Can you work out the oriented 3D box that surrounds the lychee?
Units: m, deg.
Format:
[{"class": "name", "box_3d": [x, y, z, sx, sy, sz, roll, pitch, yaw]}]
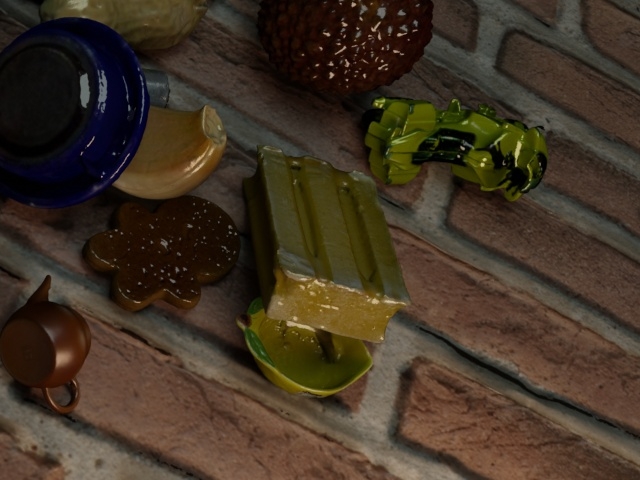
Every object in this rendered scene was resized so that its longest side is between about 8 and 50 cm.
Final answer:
[{"class": "lychee", "box_3d": [0.046, -0.366, 2.100, 0.304, 0.276, 0.276, -32, 77, -8]}]

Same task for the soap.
[{"class": "soap", "box_3d": [0.000, 0.000, 1.883, 0.199, 0.091, 0.315, 13, 34, -20]}]

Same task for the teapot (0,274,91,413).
[{"class": "teapot", "box_3d": [-0.335, 0.131, 1.673, 0.116, 0.116, 0.173, -17, 96, -36]}]

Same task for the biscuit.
[{"class": "biscuit", "box_3d": [-0.212, 0.015, 1.853, 0.236, 0.039, 0.180, -24, 71, -39]}]

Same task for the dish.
[{"class": "dish", "box_3d": [-0.035, 0.153, 1.833, 0.207, 0.080, 0.149, 21, 51, -18]}]

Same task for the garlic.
[{"class": "garlic", "box_3d": [-0.248, -0.145, 1.857, 0.244, 0.164, 0.145, 21, 27, 13]}]

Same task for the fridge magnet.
[{"class": "fridge magnet", "box_3d": [-0.353, -0.173, 1.777, 0.265, 0.265, 0.112, 64, 12, 20]}]

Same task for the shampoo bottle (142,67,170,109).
[{"class": "shampoo bottle", "box_3d": [-0.328, -0.227, 1.931, 0.214, 0.072, 0.072, 5, 58, -26]}]

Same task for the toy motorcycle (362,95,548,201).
[{"class": "toy motorcycle", "box_3d": [0.233, -0.149, 2.146, 0.342, 0.142, 0.206, 3, 20, -27]}]

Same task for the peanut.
[{"class": "peanut", "box_3d": [-0.293, -0.341, 1.993, 0.290, 0.130, 0.130, -15, 68, -38]}]
